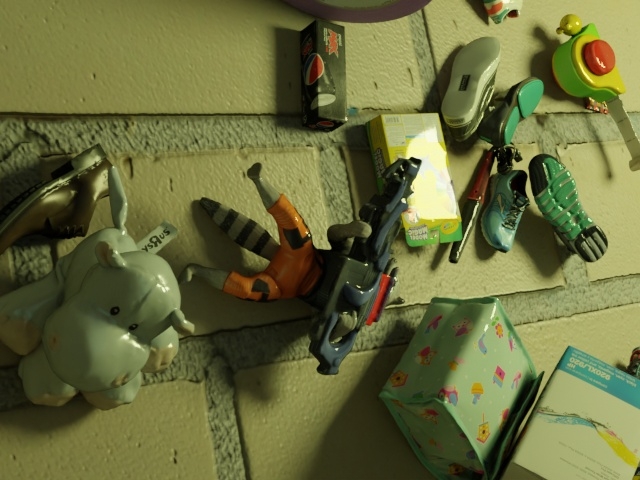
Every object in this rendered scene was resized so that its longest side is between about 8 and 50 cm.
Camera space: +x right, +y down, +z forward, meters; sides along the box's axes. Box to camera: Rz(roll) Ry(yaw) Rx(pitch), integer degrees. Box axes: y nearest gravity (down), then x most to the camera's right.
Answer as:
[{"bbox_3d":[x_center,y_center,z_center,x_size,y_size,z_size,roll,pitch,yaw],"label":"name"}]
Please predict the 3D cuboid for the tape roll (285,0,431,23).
[{"bbox_3d":[0.053,-0.445,1.545,0.274,0.274,0.090,15,70,-29],"label":"tape roll"}]

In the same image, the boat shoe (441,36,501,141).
[{"bbox_3d":[0.268,-0.271,1.769,0.219,0.077,0.070,-63,148,-30],"label":"boat shoe"}]

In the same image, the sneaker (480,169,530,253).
[{"bbox_3d":[0.328,-0.057,1.745,0.063,0.073,0.162,21,67,-27],"label":"sneaker"}]

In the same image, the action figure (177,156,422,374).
[{"bbox_3d":[0.000,0.000,1.465,0.330,0.178,0.341,29,88,-29],"label":"action figure"}]

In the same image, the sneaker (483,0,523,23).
[{"bbox_3d":[0.364,-0.465,1.892,0.161,0.057,0.075,-39,116,-35],"label":"sneaker"}]

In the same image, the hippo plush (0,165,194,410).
[{"bbox_3d":[-0.234,0.096,1.215,0.234,0.236,0.294,47,72,-25],"label":"hippo plush"}]

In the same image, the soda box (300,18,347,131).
[{"bbox_3d":[0.005,-0.265,1.603,0.060,0.053,0.169,7,74,-31],"label":"soda box"}]

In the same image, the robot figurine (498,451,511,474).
[{"bbox_3d":[0.407,0.396,1.673,0.211,0.085,0.291,46,58,-13],"label":"robot figurine"}]

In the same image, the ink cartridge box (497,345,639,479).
[{"bbox_3d":[0.394,0.324,1.541,0.168,0.171,0.233,27,57,13],"label":"ink cartridge box"}]

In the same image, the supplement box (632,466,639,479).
[{"bbox_3d":[0.540,0.569,1.647,0.195,0.194,0.356,48,58,-14],"label":"supplement box"}]

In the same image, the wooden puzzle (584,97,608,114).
[{"bbox_3d":[0.545,-0.281,1.982,0.083,0.006,0.049,8,74,-31],"label":"wooden puzzle"}]

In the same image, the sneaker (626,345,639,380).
[{"bbox_3d":[0.583,0.259,1.822,0.261,0.104,0.125,1,64,-45],"label":"sneaker"}]

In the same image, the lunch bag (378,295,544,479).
[{"bbox_3d":[0.240,0.252,1.563,0.262,0.160,0.223,56,51,-28],"label":"lunch bag"}]

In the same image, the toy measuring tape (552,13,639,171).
[{"bbox_3d":[0.525,-0.276,1.906,0.121,0.121,0.330,-23,91,-35],"label":"toy measuring tape"}]

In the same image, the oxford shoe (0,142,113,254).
[{"bbox_3d":[-0.348,-0.033,1.301,0.227,0.082,0.096,-40,105,-32],"label":"oxford shoe"}]

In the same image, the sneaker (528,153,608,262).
[{"bbox_3d":[0.426,-0.056,1.800,0.083,0.098,0.224,-34,102,-9],"label":"sneaker"}]

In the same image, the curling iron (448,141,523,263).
[{"bbox_3d":[0.277,-0.073,1.724,0.035,0.068,0.274,47,59,-27],"label":"curling iron"}]

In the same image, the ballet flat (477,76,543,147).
[{"bbox_3d":[0.336,-0.236,1.793,0.074,0.074,0.203,50,49,-12],"label":"ballet flat"}]

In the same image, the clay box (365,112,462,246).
[{"bbox_3d":[0.157,-0.099,1.659,0.127,0.053,0.222,-6,82,-34],"label":"clay box"}]
